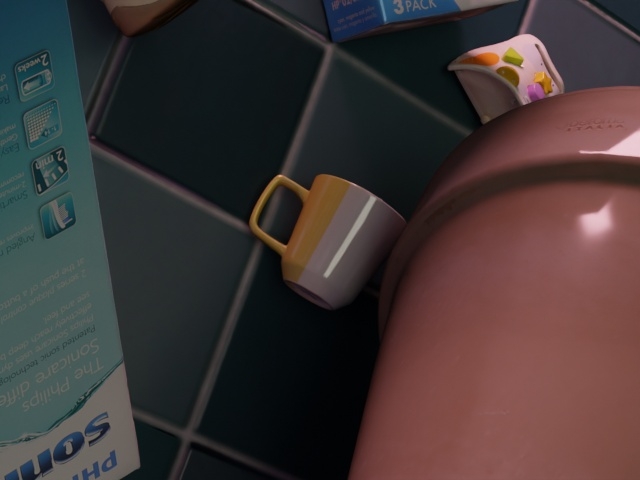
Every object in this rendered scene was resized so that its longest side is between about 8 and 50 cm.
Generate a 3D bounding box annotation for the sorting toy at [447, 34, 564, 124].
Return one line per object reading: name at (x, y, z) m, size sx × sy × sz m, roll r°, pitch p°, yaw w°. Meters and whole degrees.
sorting toy at (0.131, -0.097, 0.960) m, size 0.083 × 0.045 × 0.075 m, roll 59°, pitch 43°, yaw -13°

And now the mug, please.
mug at (0.003, 0.002, 0.869) m, size 0.064 × 0.078 × 0.062 m, roll -60°, pitch 147°, yaw -11°

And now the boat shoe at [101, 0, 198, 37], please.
boat shoe at (0.001, -0.250, 0.786) m, size 0.341 × 0.121 × 0.110 m, roll -38°, pitch 94°, yaw 1°

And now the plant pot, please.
plant pot at (0.139, 0.131, 0.736) m, size 0.323 × 0.323 × 0.280 m, roll 52°, pitch 45°, yaw -17°

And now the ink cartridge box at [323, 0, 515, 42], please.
ink cartridge box at (0.044, -0.219, 0.899) m, size 0.104 × 0.061 × 0.181 m, roll -15°, pitch 93°, yaw -30°

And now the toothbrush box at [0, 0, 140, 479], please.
toothbrush box at (-0.208, 0.015, 0.610) m, size 0.216 × 0.126 × 0.296 m, roll -32°, pitch 134°, yaw -32°
